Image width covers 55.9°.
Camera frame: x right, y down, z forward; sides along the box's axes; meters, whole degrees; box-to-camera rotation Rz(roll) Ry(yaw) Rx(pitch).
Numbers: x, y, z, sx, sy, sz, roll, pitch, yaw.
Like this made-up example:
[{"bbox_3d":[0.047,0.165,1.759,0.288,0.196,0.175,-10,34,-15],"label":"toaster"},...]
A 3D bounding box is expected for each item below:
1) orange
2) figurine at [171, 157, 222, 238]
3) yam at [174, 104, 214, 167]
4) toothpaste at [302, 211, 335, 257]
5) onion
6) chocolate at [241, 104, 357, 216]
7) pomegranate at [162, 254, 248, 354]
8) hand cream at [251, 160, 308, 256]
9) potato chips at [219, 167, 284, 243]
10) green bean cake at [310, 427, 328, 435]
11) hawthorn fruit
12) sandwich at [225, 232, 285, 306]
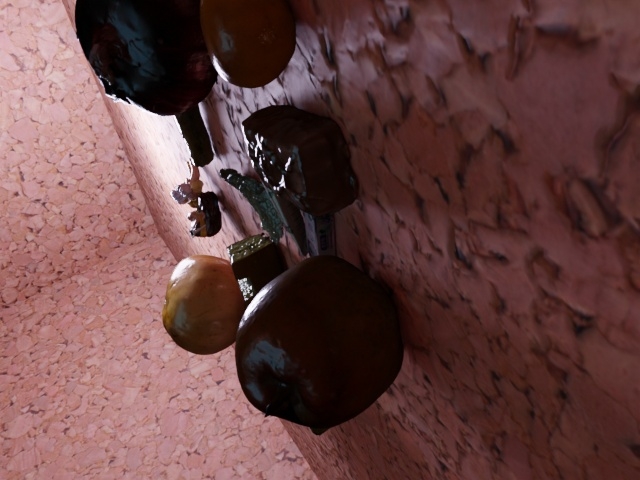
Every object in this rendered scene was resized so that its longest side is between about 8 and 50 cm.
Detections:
[{"bbox_3d":[-0.098,-0.288,0.824,0.156,0.124,0.156,165,90,-83],"label":"orange"},{"bbox_3d":[-0.369,-0.123,1.805,0.240,0.115,0.174,68,160,-1],"label":"figurine"},{"bbox_3d":[-0.324,-0.312,1.478,0.067,0.071,0.318,5,139,15],"label":"yam"},{"bbox_3d":[0.000,0.000,1.112,0.047,0.040,0.196,53,160,36],"label":"toothpaste"},{"bbox_3d":[-0.330,-0.377,1.104,0.313,0.232,0.314,20,126,30],"label":"onion"},{"bbox_3d":[-0.039,-0.124,0.950,0.214,0.093,0.149,35,150,54],"label":"chocolate"},{"bbox_3d":[-0.361,0.214,2.021,0.338,0.338,0.338,51,159,28],"label":"pomegranate"},{"bbox_3d":[-0.072,-0.082,1.165,0.234,0.050,0.080,65,-163,-11],"label":"hand cream"},{"bbox_3d":[-0.152,-0.093,1.360,0.228,0.059,0.167,33,156,56],"label":"potato chips"},{"bbox_3d":[-0.038,0.424,1.694,0.214,0.113,0.200,57,169,-13],"label":"green bean cake"},{"bbox_3d":[-0.016,0.181,0.999,0.267,0.301,0.268,23,131,29],"label":"hawthorn fruit"},{"bbox_3d":[-0.146,0.105,1.525,0.122,0.128,0.236,46,157,59],"label":"sandwich"}]
